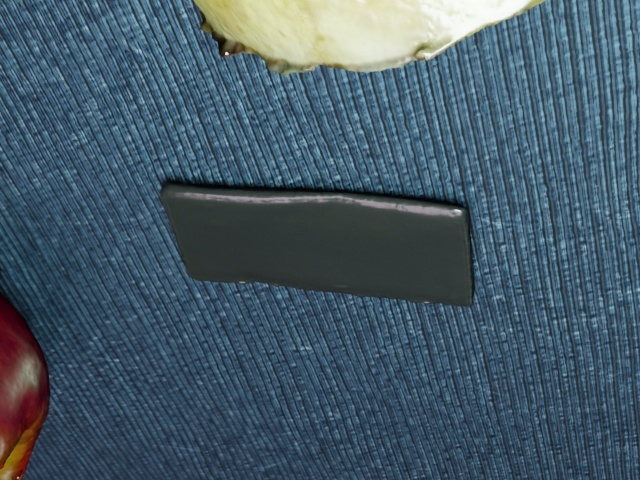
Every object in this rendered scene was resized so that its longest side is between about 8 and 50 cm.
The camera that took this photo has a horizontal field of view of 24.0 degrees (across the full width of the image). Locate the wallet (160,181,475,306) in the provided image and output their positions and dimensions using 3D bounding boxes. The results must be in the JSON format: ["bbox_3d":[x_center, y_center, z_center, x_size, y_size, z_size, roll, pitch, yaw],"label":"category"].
[{"bbox_3d":[0.000,-0.001,1.192,0.244,0.025,0.124,5,145,14],"label":"wallet"}]

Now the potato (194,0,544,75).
[{"bbox_3d":[0.011,-0.219,0.728,0.285,0.242,0.242,8,150,43],"label":"potato"}]

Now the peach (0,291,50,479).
[{"bbox_3d":[-0.458,0.148,1.287,0.416,0.339,0.353,20,145,-2],"label":"peach"}]
